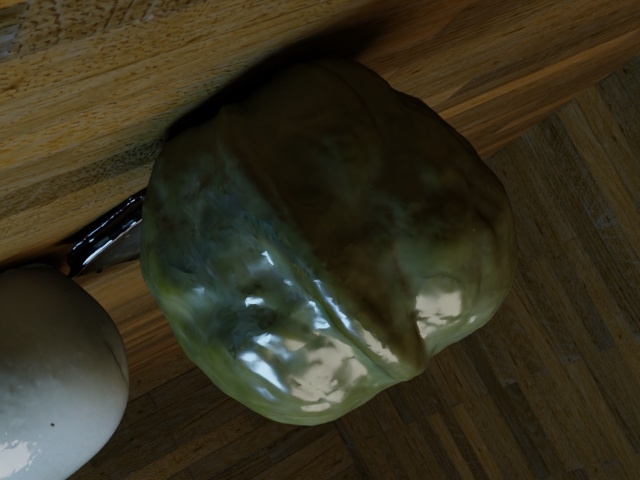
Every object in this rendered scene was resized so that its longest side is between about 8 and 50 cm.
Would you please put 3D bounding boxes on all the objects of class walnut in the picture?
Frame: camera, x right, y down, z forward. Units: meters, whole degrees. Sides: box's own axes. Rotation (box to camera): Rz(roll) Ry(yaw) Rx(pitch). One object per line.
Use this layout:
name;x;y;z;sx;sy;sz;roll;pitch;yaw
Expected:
walnut;0.002;-0.001;0.921;0.282;0.277;0.253;-38;-176;-20

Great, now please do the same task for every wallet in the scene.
wallet;-0.172;-0.016;1.152;0.122;0.031;0.232;-35;175;16

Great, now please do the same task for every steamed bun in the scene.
steamed bun;-0.340;0.171;1.109;0.324;0.206;0.324;-29;176;-2
